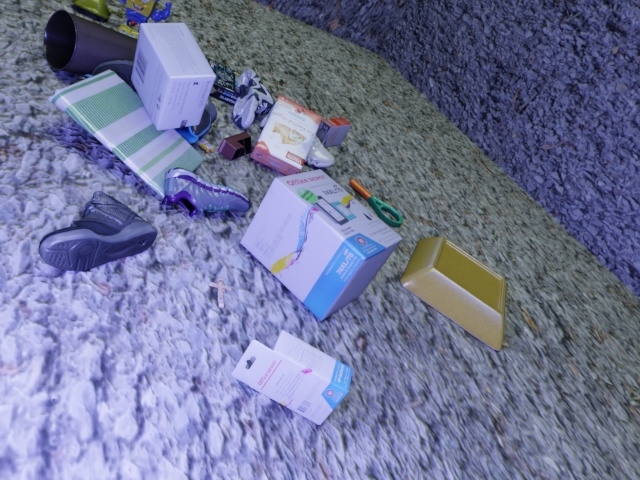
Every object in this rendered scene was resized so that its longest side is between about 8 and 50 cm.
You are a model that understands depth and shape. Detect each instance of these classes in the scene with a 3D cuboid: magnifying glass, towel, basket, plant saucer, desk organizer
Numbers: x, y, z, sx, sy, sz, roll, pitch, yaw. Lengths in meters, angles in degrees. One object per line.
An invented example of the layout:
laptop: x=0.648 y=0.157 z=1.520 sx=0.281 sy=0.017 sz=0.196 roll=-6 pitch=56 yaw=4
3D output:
magnifying glass: x=0.185 y=-0.128 z=1.695 sx=0.231 sy=0.026 sz=0.092 roll=43 pitch=32 yaw=18
towel: x=-0.449 y=-0.261 z=1.217 sx=0.325 sy=0.038 sz=0.248 roll=44 pitch=29 yaw=-13
basket: x=-0.619 y=-0.530 z=1.418 sx=0.204 sy=0.154 sz=0.227 roll=26 pitch=17 yaw=36
plant saucer: x=0.422 y=0.124 z=1.494 sx=0.333 sy=0.081 sz=0.333 roll=34 pitch=30 yaw=5
desk organizer: x=-0.244 y=-0.281 z=1.499 sx=0.050 sy=0.047 sz=0.130 roll=38 pitch=31 yaw=6

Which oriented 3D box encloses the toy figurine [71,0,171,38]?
toy figurine: x=-0.654 y=-0.853 z=1.785 sx=0.363 sy=0.217 sz=0.191 roll=25 pitch=31 yaw=-14

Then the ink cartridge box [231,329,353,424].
ink cartridge box: x=-0.049 y=0.229 z=0.876 sx=0.181 sy=0.104 sz=0.061 roll=30 pitch=30 yaw=-4

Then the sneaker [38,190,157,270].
sneaker: x=-0.423 y=-0.021 z=0.919 sx=0.130 sy=0.087 sz=0.227 roll=39 pitch=28 yaw=15

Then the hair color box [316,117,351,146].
hair color box: x=0.041 y=-0.408 z=1.902 sx=0.053 sy=0.093 sz=0.167 roll=40 pitch=30 yaw=15

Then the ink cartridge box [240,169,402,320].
ink cartridge box: x=0.000 y=0.000 z=1.163 sx=0.270 sy=0.197 sz=0.198 roll=42 pitch=31 yaw=16

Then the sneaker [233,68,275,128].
sneaker: x=-0.215 y=-0.455 z=1.731 sx=0.153 sy=0.094 sz=0.234 roll=33 pitch=41 yaw=-47

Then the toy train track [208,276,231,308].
toy train track: x=-0.199 y=0.101 z=1.014 sx=0.048 sy=0.014 sz=0.083 roll=17 pitch=34 yaw=-24

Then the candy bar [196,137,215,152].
candy bar: x=-0.368 y=-0.301 z=1.441 sx=0.161 sy=0.018 sz=0.040 roll=38 pitch=34 yaw=8

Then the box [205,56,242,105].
box: x=-0.369 y=-0.577 z=1.809 sx=0.175 sy=0.051 sz=0.220 roll=19 pitch=33 yaw=-22

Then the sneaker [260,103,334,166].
sneaker: x=-0.066 y=-0.354 z=1.703 sx=0.292 sy=0.118 sz=0.110 roll=38 pitch=29 yaw=6

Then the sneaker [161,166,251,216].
sneaker: x=-0.270 y=-0.087 z=1.193 sx=0.224 sy=0.083 sz=0.098 roll=21 pitch=66 yaw=-35

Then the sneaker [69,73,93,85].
sneaker: x=-0.573 y=-0.339 z=1.275 sx=0.078 sy=0.067 sz=0.188 roll=-29 pitch=70 yaw=-21

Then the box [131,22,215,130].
box: x=-0.367 y=-0.402 z=1.243 sx=0.119 sy=0.181 sz=0.181 roll=-19 pitch=70 yaw=-35

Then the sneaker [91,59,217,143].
sneaker: x=-0.458 y=-0.374 z=1.363 sx=0.341 sy=0.125 sz=0.139 roll=19 pitch=51 yaw=-7

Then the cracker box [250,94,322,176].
cracker box: x=-0.104 y=-0.325 z=1.577 sx=0.156 sy=0.067 sz=0.232 roll=25 pitch=60 yaw=-12
